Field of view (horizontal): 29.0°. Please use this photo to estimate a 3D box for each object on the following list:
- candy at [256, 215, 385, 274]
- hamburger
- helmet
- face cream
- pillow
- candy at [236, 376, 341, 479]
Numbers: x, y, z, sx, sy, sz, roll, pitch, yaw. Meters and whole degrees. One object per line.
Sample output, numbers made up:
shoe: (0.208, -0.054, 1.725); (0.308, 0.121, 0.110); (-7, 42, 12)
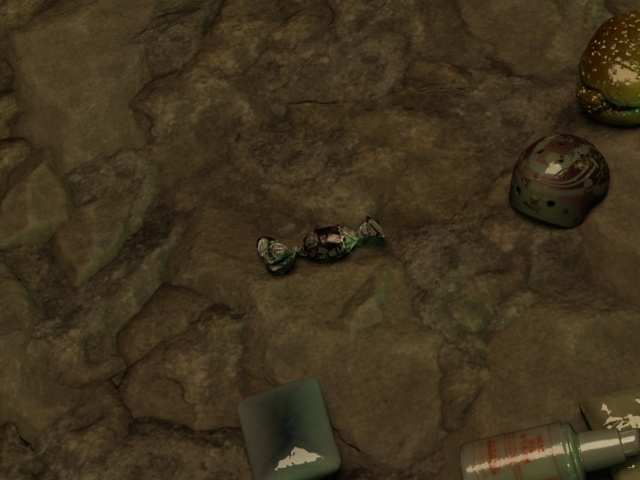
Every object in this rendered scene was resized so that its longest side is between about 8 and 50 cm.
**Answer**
candy: (0.000, 0.000, 2.127); (0.226, 0.051, 0.094); (-10, 48, 9)
hamburger: (0.540, -0.297, 2.153); (0.189, 0.122, 0.215); (25, 66, 29)
helmet: (0.396, -0.119, 2.066); (0.153, 0.107, 0.177); (23, 63, 34)
face cream: (0.328, 0.307, 1.735); (0.252, 0.101, 0.101); (-15, 50, 14)
pillow: (0.470, 0.306, 1.747); (0.148, 0.050, 0.229); (-22, 53, 7)
candy: (-0.049, 0.300, 1.892); (0.138, 0.071, 0.174); (-20, 49, 2)
